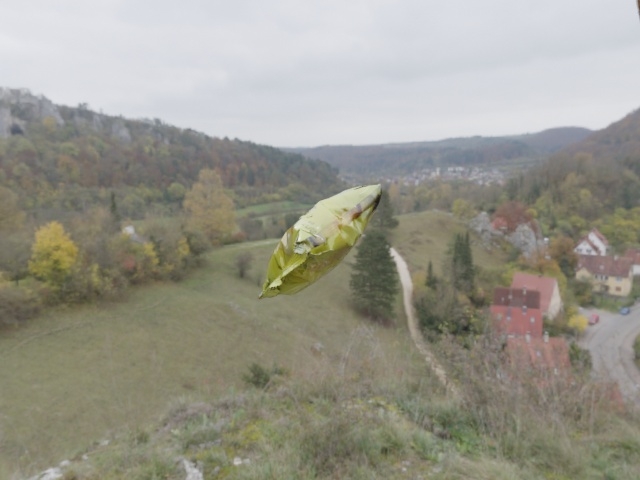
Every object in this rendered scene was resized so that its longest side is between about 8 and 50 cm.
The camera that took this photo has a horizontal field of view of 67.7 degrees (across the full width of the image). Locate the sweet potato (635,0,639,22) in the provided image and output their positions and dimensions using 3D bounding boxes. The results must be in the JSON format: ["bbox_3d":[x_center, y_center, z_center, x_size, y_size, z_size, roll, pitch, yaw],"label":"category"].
[{"bbox_3d":[0.201,-0.181,0.247,0.058,0.202,0.055,12,57,24],"label":"sweet potato"}]

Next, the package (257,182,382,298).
[{"bbox_3d":[0.000,0.000,0.742,0.226,0.090,0.168,-39,-10,-45],"label":"package"}]
